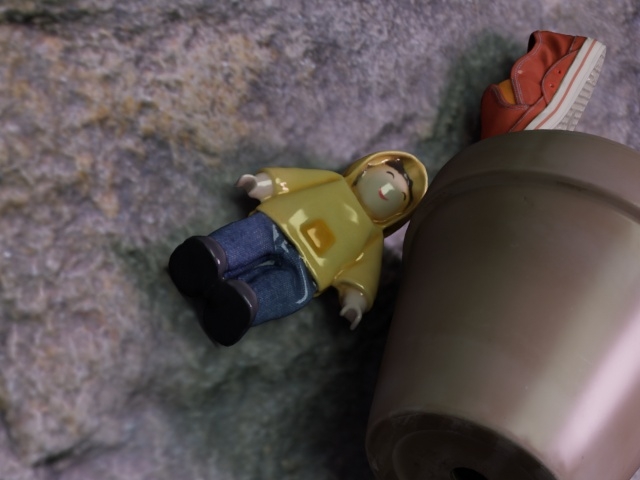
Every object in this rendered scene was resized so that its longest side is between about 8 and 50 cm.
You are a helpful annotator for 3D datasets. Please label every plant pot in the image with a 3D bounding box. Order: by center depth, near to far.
[{"bbox_3d":[0.184,0.111,1.038,0.323,0.323,0.280,42,51,-9],"label":"plant pot"}]

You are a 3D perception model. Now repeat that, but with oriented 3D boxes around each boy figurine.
[{"bbox_3d":[0.000,0.000,1.125,0.285,0.092,0.177,-27,79,-37],"label":"boy figurine"}]

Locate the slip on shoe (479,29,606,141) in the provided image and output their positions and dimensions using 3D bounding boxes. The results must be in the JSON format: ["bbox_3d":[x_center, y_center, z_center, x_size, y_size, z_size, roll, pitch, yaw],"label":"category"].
[{"bbox_3d":[0.220,-0.126,1.340,0.101,0.123,0.331,23,54,17],"label":"slip on shoe"}]
